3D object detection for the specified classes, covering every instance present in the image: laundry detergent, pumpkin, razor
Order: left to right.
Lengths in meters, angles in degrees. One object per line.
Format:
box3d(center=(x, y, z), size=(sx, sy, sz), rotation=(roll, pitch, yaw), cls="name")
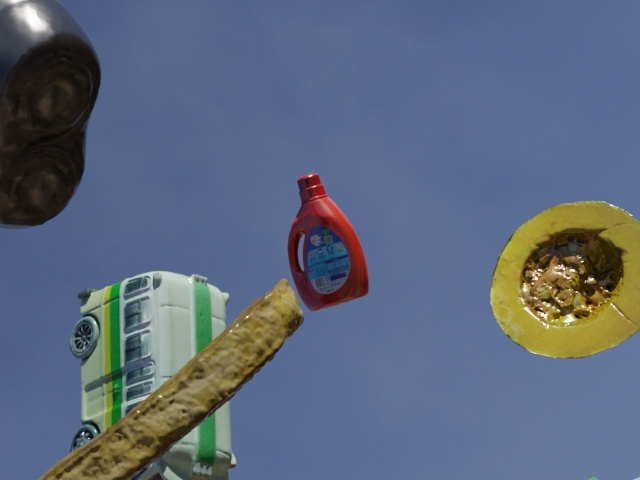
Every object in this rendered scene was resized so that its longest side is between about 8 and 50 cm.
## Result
box3d(center=(-0.296, -0.168, 1.413), size=(0.113, 0.349, 0.204), rotation=(-10, -50, -29), cls="razor")
box3d(center=(0.000, 0.000, 2.073), size=(0.097, 0.165, 0.049), rotation=(-17, -3, 20), cls="laundry detergent")
box3d(center=(0.323, 0.064, 2.101), size=(0.217, 0.217, 0.110), rotation=(-35, -29, 0), cls="pumpkin")

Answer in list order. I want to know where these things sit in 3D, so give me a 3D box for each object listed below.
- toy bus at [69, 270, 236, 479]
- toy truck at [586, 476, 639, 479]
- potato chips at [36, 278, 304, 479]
box3d(center=(-0.181, 0.176, 1.856), size=(0.133, 0.276, 0.164), rotation=(19, -33, -41), cls="toy bus")
box3d(center=(0.400, 0.333, 1.912), size=(0.155, 0.156, 0.279), rotation=(-24, -22, 3), cls="toy truck")
box3d(center=(-0.160, 0.174, 1.580), size=(0.407, 0.057, 0.080), rotation=(-39, 6, -18), cls="potato chips")
